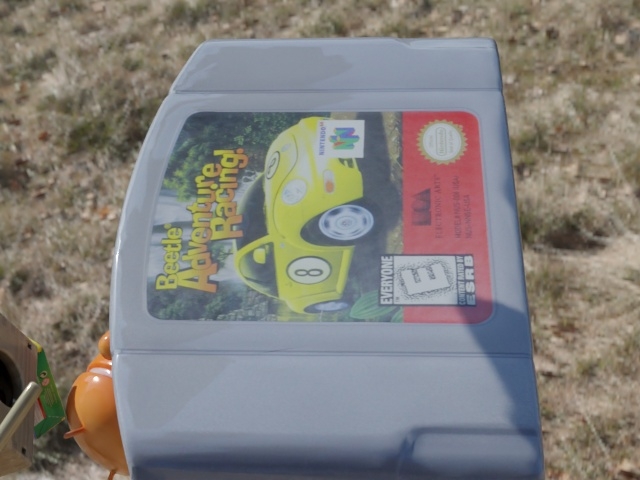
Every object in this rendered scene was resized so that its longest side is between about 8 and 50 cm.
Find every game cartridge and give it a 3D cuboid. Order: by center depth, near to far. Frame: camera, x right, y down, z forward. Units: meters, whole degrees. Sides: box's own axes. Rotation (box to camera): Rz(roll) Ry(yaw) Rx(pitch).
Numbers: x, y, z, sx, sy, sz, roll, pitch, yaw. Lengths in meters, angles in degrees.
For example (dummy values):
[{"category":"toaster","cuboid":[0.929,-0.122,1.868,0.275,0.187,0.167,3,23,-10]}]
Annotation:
[{"category":"game cartridge","cuboid":[0.000,0.000,0.517,0.195,0.060,0.294,-3,48,6]}]

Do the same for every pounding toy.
[{"category":"pounding toy","cuboid":[-0.289,0.164,0.865,0.181,0.094,0.206,-20,49,10]}]

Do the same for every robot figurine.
[{"category":"robot figurine","cuboid":[-0.160,0.143,1.028,0.128,0.158,0.219,39,56,3]}]

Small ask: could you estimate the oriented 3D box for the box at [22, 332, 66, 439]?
[{"category":"box","cuboid":[-0.337,0.114,1.049,0.179,0.105,0.043,28,49,34]}]
